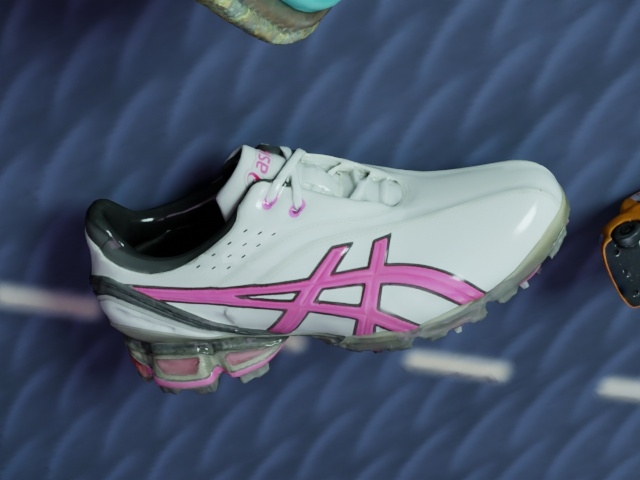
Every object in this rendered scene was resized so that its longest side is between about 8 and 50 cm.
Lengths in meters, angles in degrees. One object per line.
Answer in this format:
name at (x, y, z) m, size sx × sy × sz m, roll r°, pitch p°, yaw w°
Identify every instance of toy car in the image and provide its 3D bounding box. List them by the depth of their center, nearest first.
toy car at (0.158, 0.018, 0.720) m, size 0.060 × 0.040 × 0.122 m, roll -46°, pitch 116°, yaw 6°

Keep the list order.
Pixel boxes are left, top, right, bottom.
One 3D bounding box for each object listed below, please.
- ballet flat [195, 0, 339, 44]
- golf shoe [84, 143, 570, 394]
ballet flat at (-0.097, -0.201, 0.504) m, size 0.123 × 0.123 × 0.348 m, roll -19°, pitch 126°, yaw 13°
golf shoe at (0.000, 0.000, 0.685) m, size 0.186 × 0.067 × 0.086 m, roll -16°, pitch 126°, yaw 11°
